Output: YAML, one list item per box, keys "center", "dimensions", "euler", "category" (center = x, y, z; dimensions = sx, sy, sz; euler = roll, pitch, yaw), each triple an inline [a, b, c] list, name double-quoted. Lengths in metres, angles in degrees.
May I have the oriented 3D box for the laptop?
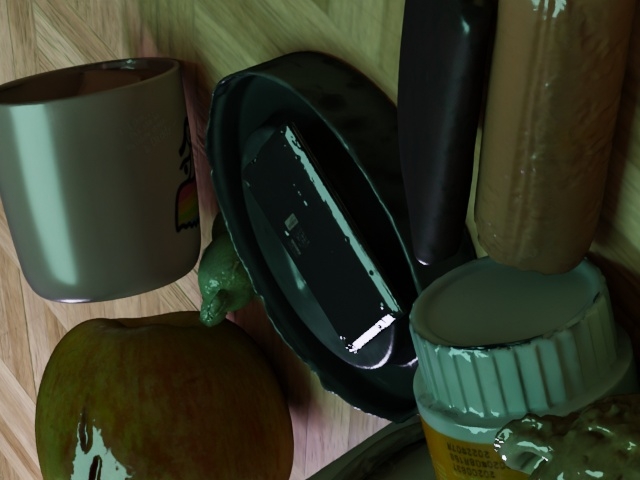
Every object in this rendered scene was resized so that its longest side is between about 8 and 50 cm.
- center: [0.000, 0.000, 1.543]
  dimensions: [0.180, 0.016, 0.129]
  euler: [58, 157, 6]
  category: "laptop"

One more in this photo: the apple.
- center: [-0.160, 0.182, 1.939]
  dimensions: [0.264, 0.264, 0.264]
  euler: [46, 152, 34]
  category: "apple"

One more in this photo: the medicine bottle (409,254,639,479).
- center: [0.163, 0.173, 1.379]
  dimensions: [0.158, 0.158, 0.318]
  euler: [27, 138, 54]
  category: "medicine bottle"

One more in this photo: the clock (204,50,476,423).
- center: [0.017, -0.003, 1.608]
  dimensions: [0.325, 0.067, 0.325]
  euler: [45, 151, 34]
  category: "clock"

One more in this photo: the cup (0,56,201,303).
- center: [-0.207, -0.065, 1.853]
  dimensions: [0.253, 0.191, 0.200]
  euler: [-70, -28, -73]
  category: "cup"

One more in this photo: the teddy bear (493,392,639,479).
- center: [0.213, 0.215, 1.234]
  dimensions: [0.267, 0.156, 0.256]
  euler: [0, 124, 20]
  category: "teddy bear"

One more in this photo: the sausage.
- center: [0.147, -0.085, 1.223]
  dimensions: [0.086, 0.086, 0.289]
  euler: [47, 153, 32]
  category: "sausage"

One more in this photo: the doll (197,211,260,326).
- center: [-0.087, 0.030, 1.876]
  dimensions: [0.150, 0.077, 0.115]
  euler: [170, 111, -77]
  category: "doll"

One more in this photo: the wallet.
- center: [0.084, -0.121, 1.291]
  dimensions: [0.229, 0.049, 0.182]
  euler: [93, 176, -47]
  category: "wallet"

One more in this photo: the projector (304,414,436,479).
- center: [0.097, 0.275, 1.622]
  dimensions: [0.177, 0.163, 0.242]
  euler: [28, 142, 51]
  category: "projector"
